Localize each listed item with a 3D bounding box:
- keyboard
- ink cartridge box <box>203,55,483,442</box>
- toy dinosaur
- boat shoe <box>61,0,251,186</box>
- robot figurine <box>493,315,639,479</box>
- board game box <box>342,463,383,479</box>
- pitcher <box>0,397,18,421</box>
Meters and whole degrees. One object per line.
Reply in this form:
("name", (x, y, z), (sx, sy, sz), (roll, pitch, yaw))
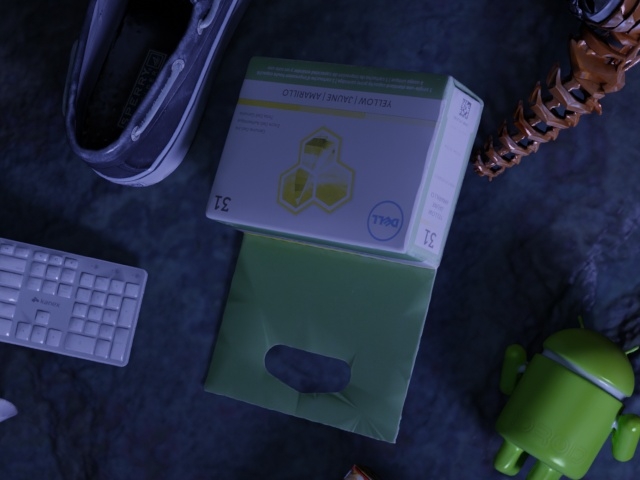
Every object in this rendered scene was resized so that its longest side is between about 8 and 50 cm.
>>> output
("keyboard", (-0.256, 0.029, 1.025), (0.256, 0.014, 0.072), (13, 77, -5))
("ink cartridge box", (0.000, 0.000, 0.967), (0.171, 0.056, 0.235), (11, 81, 36))
("toy dinosaur", (0.183, -0.194, 0.942), (0.218, 0.164, 0.322), (27, 84, 1))
("boat shoe", (-0.112, -0.190, 1.027), (0.108, 0.102, 0.301), (19, 85, 15))
("robot figurine", (0.158, 0.107, 0.931), (0.101, 0.067, 0.115), (30, 88, 24))
("board game box", (0.050, 0.265, 0.940), (0.193, 0.045, 0.147), (41, 91, 16))
("pitcher", (-0.320, 0.192, 0.988), (0.178, 0.125, 0.207), (15, 79, -9))
